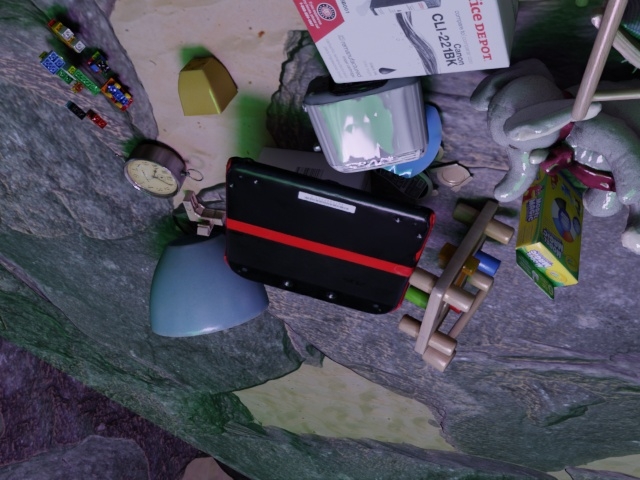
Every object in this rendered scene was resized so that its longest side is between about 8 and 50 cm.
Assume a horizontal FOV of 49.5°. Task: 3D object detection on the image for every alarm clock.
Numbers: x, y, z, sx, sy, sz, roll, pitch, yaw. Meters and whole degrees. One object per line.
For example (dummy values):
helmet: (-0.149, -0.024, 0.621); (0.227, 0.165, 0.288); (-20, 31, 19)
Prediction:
alarm clock: (-0.341, -0.151, 1.515); (0.192, 0.064, 0.129); (9, 145, 17)

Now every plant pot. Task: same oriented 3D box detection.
plant pot: (-0.284, 0.088, 1.683); (0.290, 0.290, 0.195); (-4, 103, 29)
plant pot: (-0.212, -0.283, 1.259); (0.081, 0.081, 0.083); (1, 132, 24)

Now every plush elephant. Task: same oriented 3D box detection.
plush elephant: (0.359, -0.150, 1.029); (0.256, 0.272, 0.329); (-2, 114, 6)

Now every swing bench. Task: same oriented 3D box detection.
swing bench: (0.362, -0.317, 0.788); (0.165, 0.253, 0.254); (0, 142, 25)

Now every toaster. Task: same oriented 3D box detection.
toaster: (0.090, -0.206, 1.141); (0.227, 0.129, 0.146); (-10, 119, 11)

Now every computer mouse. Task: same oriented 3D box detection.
computer mouse: (0.131, -0.147, 1.298); (0.193, 0.042, 0.106); (36, 140, 5)

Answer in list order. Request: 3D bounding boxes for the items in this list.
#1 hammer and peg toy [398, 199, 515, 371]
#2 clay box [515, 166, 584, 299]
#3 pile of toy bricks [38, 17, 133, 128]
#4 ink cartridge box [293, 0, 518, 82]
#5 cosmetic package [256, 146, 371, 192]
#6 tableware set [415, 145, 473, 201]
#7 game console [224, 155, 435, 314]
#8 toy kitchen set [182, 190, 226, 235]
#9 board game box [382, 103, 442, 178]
hammer and peg toy: (0.270, 0.104, 1.441); (0.127, 0.266, 0.361); (28, 150, 17)
clay box: (0.404, -0.019, 1.215); (0.127, 0.222, 0.053); (39, 141, -28)
pile of toy bricks: (-0.467, -0.315, 1.324); (0.105, 0.118, 0.212); (35, 170, 38)
ink cartridge box: (0.124, -0.335, 0.974); (0.273, 0.114, 0.197); (0, 152, 24)
cosmetic package: (-0.015, -0.059, 1.427); (0.224, 0.138, 0.224); (8, 143, 14)
tableware set: (0.197, -0.136, 1.327); (0.141, 0.020, 0.169); (-20, 130, 42)
game console: (0.000, 0.000, 1.346); (0.387, 0.060, 0.342); (15, 140, 3)
toy kitchen set: (-0.273, -0.061, 1.606); (0.083, 0.068, 0.075); (9, 145, 13)
board game box: (0.130, -0.194, 1.231); (0.169, 0.033, 0.133); (22, 106, 0)
